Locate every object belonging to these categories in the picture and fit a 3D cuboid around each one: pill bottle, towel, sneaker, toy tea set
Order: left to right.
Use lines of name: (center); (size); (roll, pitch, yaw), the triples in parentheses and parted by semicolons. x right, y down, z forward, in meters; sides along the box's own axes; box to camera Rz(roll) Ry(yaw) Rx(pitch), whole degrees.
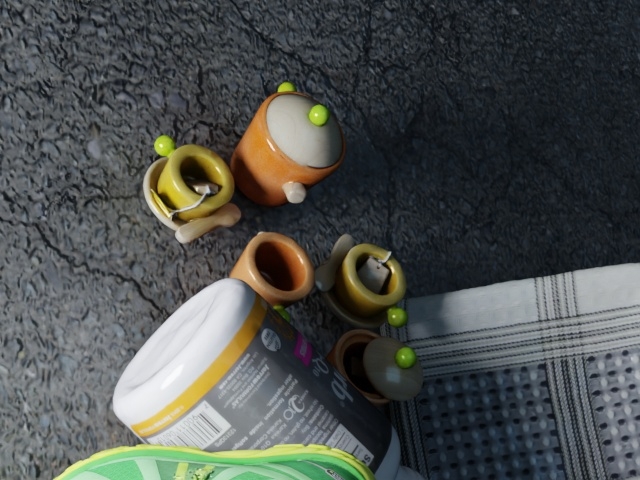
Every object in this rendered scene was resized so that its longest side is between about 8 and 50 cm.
sneaker: (-0.099, 0.226, 1.259); (0.123, 0.295, 0.109); (-91, 172, -68)
pill bottle: (-0.033, 0.178, 1.395); (0.278, 0.162, 0.162); (45, 48, -15)
toy tea set: (0.000, 0.000, 1.502); (0.336, 0.124, 0.200); (51, 45, 5)
towel: (0.232, 0.184, 1.563); (0.324, 0.056, 0.312); (-6, 70, 0)
